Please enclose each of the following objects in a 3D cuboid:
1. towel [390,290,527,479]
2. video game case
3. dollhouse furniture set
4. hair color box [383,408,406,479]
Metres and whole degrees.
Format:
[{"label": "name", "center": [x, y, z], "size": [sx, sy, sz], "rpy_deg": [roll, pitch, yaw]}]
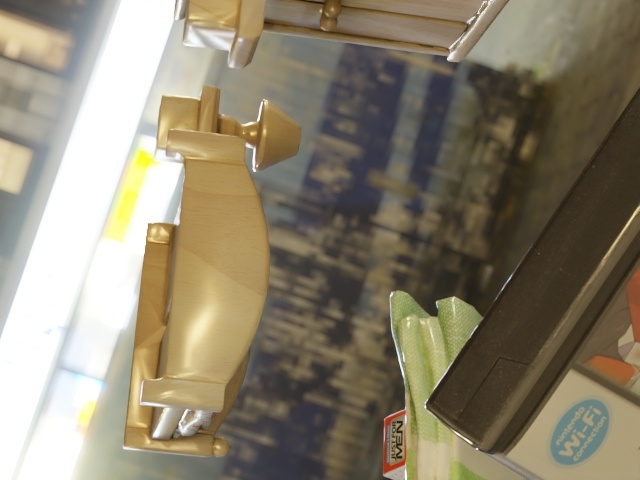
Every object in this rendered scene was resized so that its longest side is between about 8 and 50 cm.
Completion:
[{"label": "towel", "center": [0.082, 0.209, 0.723], "size": [0.248, 0.038, 0.324], "rpy_deg": [40, -133, -52]}, {"label": "video game case", "center": [0.194, -0.001, 0.646], "size": [0.275, 0.248, 0.035], "rpy_deg": [-56, 41, 1]}, {"label": "dollhouse furniture set", "center": [0.000, 0.000, 0.918], "size": [0.303, 0.174, 0.355], "rpy_deg": [124, 152, -75]}, {"label": "hair color box", "center": [0.135, 0.145, 1.342], "size": [0.167, 0.093, 0.053], "rpy_deg": [-29, 47, 44]}]
